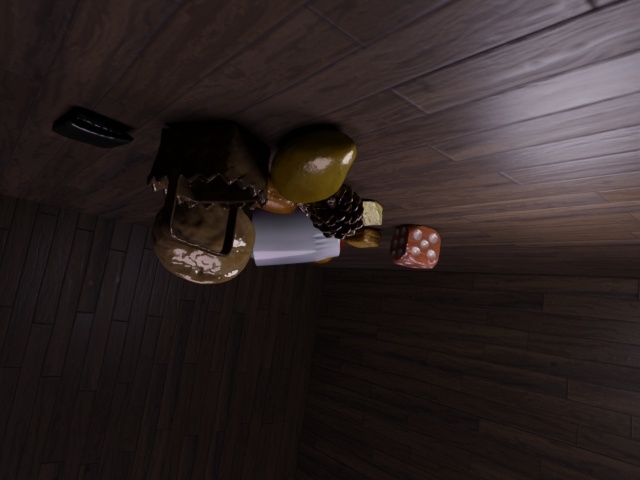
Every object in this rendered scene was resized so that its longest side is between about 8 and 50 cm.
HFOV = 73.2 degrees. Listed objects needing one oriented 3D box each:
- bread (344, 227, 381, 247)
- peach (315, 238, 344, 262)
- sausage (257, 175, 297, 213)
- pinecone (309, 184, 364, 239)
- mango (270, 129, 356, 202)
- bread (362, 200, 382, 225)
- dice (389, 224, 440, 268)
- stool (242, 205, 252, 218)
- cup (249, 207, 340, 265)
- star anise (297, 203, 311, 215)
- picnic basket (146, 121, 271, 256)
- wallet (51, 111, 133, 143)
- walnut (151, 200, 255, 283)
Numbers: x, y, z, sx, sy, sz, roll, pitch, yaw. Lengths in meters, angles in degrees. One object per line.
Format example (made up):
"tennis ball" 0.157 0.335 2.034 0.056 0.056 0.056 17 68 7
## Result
"bread" 0.213 -0.014 2.155 0.113 0.084 0.211 19 168 -26
"peach" 0.000 0.000 2.022 0.230 0.231 0.231 8 171 1
"sausage" -0.244 -0.180 1.438 0.353 0.116 0.134 16 -178 -27
"pinecone" 0.047 -0.105 1.448 0.185 0.169 0.212 -35 144 7
"mango" -0.030 -0.190 1.126 0.195 0.143 0.332 5 164 -9
"bread" 0.185 -0.104 1.617 0.084 0.080 0.109 1 171 27
"dice" 0.422 0.031 1.941 0.179 0.175 0.174 10 172 -15
"stool" -0.400 -0.068 1.915 0.178 0.272 0.272 22 177 23
"cup" -0.110 -0.029 1.790 0.371 0.254 0.253 -3 171 -2
"star anise" -0.103 -0.154 1.640 0.190 0.070 0.097 7 144 16
"picnic basket" -0.295 -0.133 1.146 0.291 0.321 0.254 2 166 24
"wallet" -0.658 -0.308 1.233 0.168 0.052 0.245 16 173 -43
"walnut" -0.423 -0.013 1.571 0.380 0.382 0.381 8 171 1
